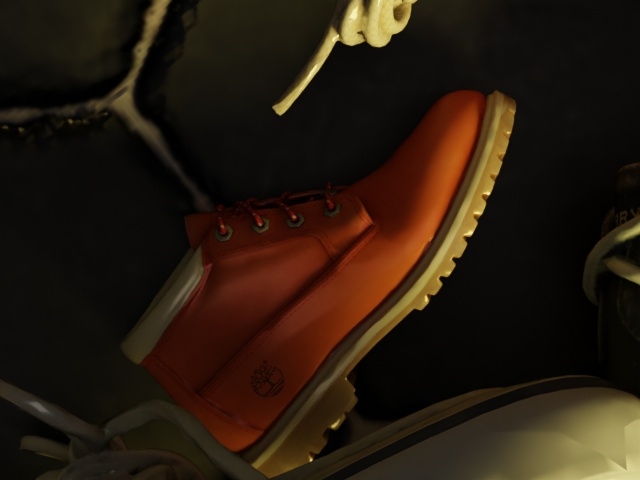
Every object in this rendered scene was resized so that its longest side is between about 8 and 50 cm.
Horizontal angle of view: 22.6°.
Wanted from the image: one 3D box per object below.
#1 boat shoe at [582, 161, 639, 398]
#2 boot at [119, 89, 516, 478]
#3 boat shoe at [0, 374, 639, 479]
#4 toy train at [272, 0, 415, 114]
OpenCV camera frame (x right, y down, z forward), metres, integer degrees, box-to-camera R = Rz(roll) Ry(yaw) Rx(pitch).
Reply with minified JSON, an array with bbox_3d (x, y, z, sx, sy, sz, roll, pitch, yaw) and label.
[{"bbox_3d":[0.145,0.016,0.546,0.119,0.121,0.335,40,79,0],"label":"boat shoe"},{"bbox_3d":[0.000,0.000,0.549,0.084,0.059,0.158,37,91,-2],"label":"boot"},{"bbox_3d":[-0.071,0.115,0.502,0.367,0.156,0.136,-35,142,16],"label":"boat shoe"},{"bbox_3d":[0.102,-0.116,0.535,0.143,0.105,0.248,30,91,-21],"label":"toy train"}]
